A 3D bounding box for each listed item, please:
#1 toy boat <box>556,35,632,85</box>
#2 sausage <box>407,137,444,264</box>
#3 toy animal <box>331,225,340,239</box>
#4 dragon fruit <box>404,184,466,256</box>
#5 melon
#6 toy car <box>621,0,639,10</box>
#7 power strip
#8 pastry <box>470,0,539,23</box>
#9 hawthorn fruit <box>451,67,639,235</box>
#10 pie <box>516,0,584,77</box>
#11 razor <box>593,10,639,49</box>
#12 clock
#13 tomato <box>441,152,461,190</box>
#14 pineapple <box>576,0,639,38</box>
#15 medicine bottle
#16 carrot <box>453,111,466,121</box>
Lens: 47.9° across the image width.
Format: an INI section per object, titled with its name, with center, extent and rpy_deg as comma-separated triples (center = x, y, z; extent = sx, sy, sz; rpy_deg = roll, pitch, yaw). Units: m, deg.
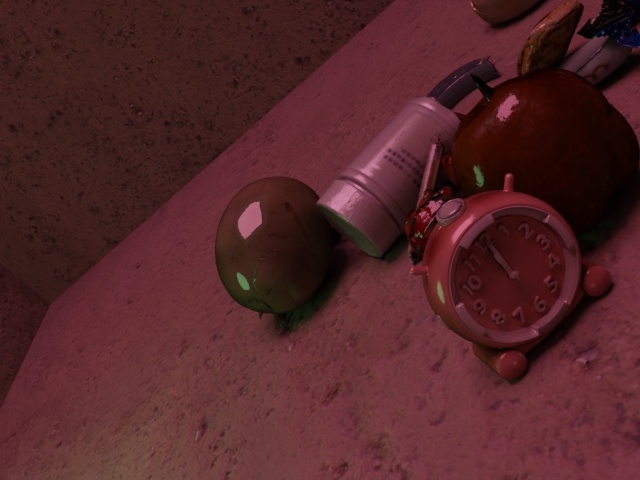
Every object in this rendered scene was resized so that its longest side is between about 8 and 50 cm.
[toy boat]
center = 0.546, -0.345, 1.471
extent = 0.208, 0.079, 0.134
rpy_deg = -40, 11, 40
[sausage]
center = 0.213, -0.082, 1.455
extent = 0.033, 0.033, 0.269
rpy_deg = -2, 72, 59
[toy animal]
center = 0.000, 0.000, 1.786
extent = 0.230, 0.066, 0.224
rpy_deg = -19, 49, 28
[dragon fruit]
center = 0.226, -0.029, 1.361
extent = 0.121, 0.130, 0.142
rpy_deg = -53, -27, -71
[melon]
center = -0.109, 0.018, 1.647
extent = 0.268, 0.268, 0.330
rpy_deg = -21, 57, 44
[toy car]
center = 0.671, -0.514, 1.381
extent = 0.172, 0.235, 0.158
rpy_deg = -113, 34, -49
[power strip]
center = 0.361, -0.399, 1.898
extent = 0.253, 0.054, 0.167
rpy_deg = -43, 22, 3
[pastry]
center = 0.555, -0.736, 2.075
extent = 0.265, 0.133, 0.265
rpy_deg = -35, 22, 17
[hawthorn fruit]
center = 0.332, -0.146, 1.143
extent = 0.268, 0.301, 0.268
rpy_deg = -43, 17, 17
[pie]
center = 0.493, -0.429, 1.567
extent = 0.205, 0.084, 0.179
rpy_deg = -46, -24, -33
[razor]
center = 0.641, -0.348, 1.272
extent = 0.093, 0.056, 0.324
rpy_deg = -30, 33, -17
[clock]
center = 0.249, 0.036, 1.034
extent = 0.227, 0.241, 0.142
rpy_deg = -45, 18, -2
[tomato]
center = 0.348, -0.149, 1.393
extent = 0.228, 0.101, 0.228
rpy_deg = -25, 10, 5
[pineapple]
center = 0.641, -0.510, 1.559
extent = 0.111, 0.119, 0.237
rpy_deg = 25, 68, 19
[medicine bottle]
center = 0.162, -0.135, 1.566
extent = 0.332, 0.190, 0.190
rpy_deg = -47, 22, -11
[carrot]
center = 0.330, -0.261, 1.685
extent = 0.069, 0.069, 0.228
rpy_deg = -41, 20, 5
